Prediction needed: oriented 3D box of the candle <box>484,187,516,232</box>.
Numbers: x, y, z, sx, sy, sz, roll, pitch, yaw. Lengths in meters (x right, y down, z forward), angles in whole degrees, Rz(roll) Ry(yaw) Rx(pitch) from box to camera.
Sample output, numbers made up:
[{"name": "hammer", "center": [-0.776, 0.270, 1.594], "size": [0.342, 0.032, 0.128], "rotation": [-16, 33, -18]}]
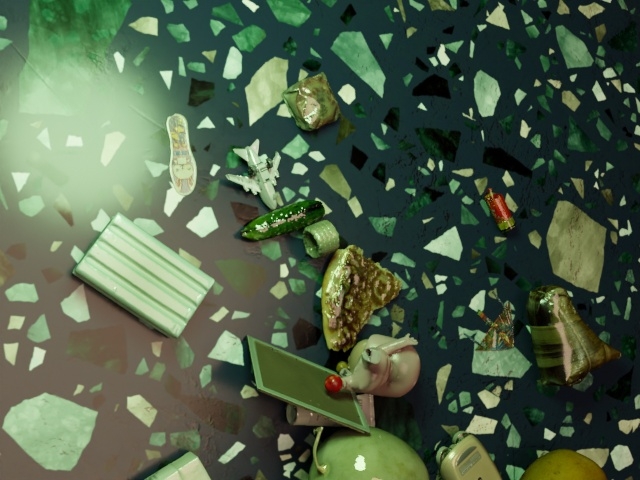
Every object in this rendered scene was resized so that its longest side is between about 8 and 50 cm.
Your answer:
[{"name": "candle", "center": [0.503, -0.089, 2.096], "size": [0.052, 0.052, 0.130], "rotation": [-31, 96, -24]}]

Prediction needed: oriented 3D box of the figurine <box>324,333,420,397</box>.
[{"name": "figurine", "center": [0.127, 0.297, 1.802], "size": [0.287, 0.186, 0.176], "rotation": [3, 101, -58]}]

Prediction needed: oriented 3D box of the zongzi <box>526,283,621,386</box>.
[{"name": "zongzi", "center": [0.730, 0.250, 2.113], "size": [0.289, 0.134, 0.285], "rotation": [-12, 92, -25]}]

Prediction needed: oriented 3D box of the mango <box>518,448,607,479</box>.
[{"name": "mango", "center": [0.591, 0.711, 1.934], "size": [0.378, 0.263, 0.221], "rotation": [-35, 62, -27]}]

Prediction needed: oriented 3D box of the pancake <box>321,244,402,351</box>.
[{"name": "pancake", "center": [0.105, 0.144, 1.897], "size": [0.245, 0.057, 0.265], "rotation": [-1, 89, -34]}]

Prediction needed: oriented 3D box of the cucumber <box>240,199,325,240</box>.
[{"name": "cucumber", "center": [-0.091, -0.048, 1.812], "size": [0.228, 0.069, 0.069], "rotation": [-20, 93, -21]}]

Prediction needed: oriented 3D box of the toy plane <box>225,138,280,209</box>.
[{"name": "toy plane", "center": [-0.145, -0.155, 1.800], "size": [0.162, 0.066, 0.171], "rotation": [-30, 92, -36]}]

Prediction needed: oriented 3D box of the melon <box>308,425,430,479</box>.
[{"name": "melon", "center": [0.112, 0.563, 1.731], "size": [0.308, 0.272, 0.271], "rotation": [4, 82, -18]}]

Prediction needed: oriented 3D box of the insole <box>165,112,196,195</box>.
[{"name": "insole", "center": [-0.327, -0.203, 1.751], "size": [0.065, 0.004, 0.197], "rotation": [-5, 87, -25]}]

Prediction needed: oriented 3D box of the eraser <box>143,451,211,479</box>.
[{"name": "eraser", "center": [-0.365, 0.585, 1.601], "size": [0.279, 0.081, 0.124], "rotation": [-29, 97, -25]}]

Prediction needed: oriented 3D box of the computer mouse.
[{"name": "computer mouse", "center": [0.394, 0.619, 1.947], "size": [0.145, 0.082, 0.236], "rotation": [-37, 101, -23]}]

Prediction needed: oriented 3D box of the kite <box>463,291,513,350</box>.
[{"name": "kite", "center": [0.490, 0.247, 2.073], "size": [0.160, 0.010, 0.183], "rotation": [45, 69, -13]}]

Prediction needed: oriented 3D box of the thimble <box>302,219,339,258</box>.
[{"name": "thimble", "center": [0.000, 0.000, 1.824], "size": [0.062, 0.110, 0.084], "rotation": [-24, 71, -21]}]

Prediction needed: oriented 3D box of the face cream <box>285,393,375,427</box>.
[{"name": "face cream", "center": [0.031, 0.422, 1.821], "size": [0.244, 0.058, 0.092], "rotation": [6, 77, -30]}]

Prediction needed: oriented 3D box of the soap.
[{"name": "soap", "center": [-0.389, 0.080, 1.644], "size": [0.265, 0.088, 0.159], "rotation": [37, 71, -16]}]

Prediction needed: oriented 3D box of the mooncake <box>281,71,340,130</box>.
[{"name": "mooncake", "center": [-0.014, -0.348, 1.875], "size": [0.125, 0.073, 0.129], "rotation": [-30, 98, -26]}]

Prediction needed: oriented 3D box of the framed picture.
[{"name": "framed picture", "center": [-0.034, 0.335, 1.721], "size": [0.296, 0.232, 0.019], "rotation": [26, 105, -19]}]
